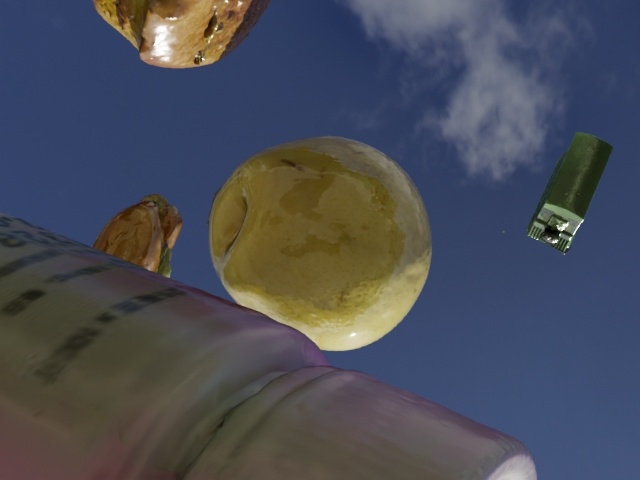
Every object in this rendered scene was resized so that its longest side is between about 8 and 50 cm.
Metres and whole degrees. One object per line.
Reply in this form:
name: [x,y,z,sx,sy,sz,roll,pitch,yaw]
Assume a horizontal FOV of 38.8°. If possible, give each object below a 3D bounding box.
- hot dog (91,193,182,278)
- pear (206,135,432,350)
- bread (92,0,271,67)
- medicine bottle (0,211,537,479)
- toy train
hot dog: [-0.190,0.074,0.784,0.068,0.100,0.249,30,-78,-1]
pear: [0.000,0.000,1.269,0.309,0.309,0.309,0,-89,11]
bread: [-0.125,-0.302,0.949,0.146,0.268,0.268,36,-83,6]
medicine bottle: [-0.103,0.124,0.476,0.388,0.219,0.219,17,-86,30]
toy train: [0.199,-0.039,0.720,0.038,0.056,0.093,26,-117,9]
